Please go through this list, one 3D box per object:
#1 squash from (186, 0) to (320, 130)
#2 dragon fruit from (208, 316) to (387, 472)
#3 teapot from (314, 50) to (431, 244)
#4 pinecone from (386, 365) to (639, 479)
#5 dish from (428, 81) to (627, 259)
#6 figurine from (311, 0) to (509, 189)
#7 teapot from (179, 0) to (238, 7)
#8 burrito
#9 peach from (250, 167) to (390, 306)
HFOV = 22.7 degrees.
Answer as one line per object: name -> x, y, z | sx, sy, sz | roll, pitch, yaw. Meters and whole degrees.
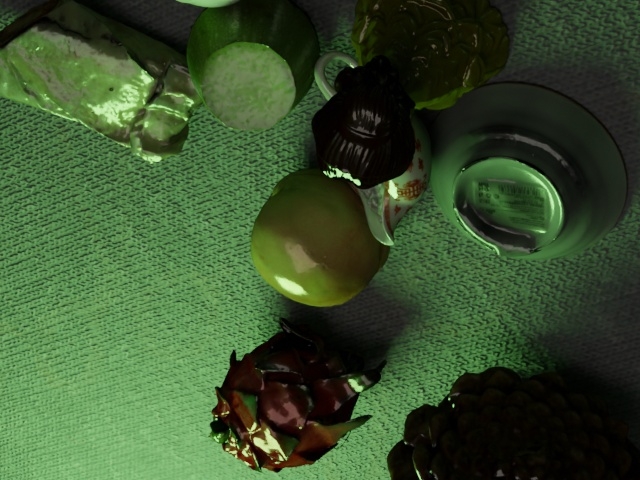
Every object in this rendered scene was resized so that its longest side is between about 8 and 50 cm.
squash -> -0.086, -0.210, 1.952 | 0.170, 0.123, 0.170 | 2, 119, 3
dragon fruit -> -0.033, 0.220, 2.258 | 0.274, 0.192, 0.193 | -25, 160, 1
teapot -> 0.067, -0.124, 1.977 | 0.245, 0.116, 0.159 | 59, 169, -2
pinecone -> 0.250, 0.373, 2.143 | 0.384, 0.384, 0.384 | 13, 130, 16
dish -> 0.240, -0.062, 1.967 | 0.260, 0.085, 0.260 | 13, 131, 16
figurine -> 0.079, -0.165, 1.805 | 0.187, 0.315, 0.168 | 42, 131, -9
teapot -> -0.156, -0.380, 1.873 | 0.298, 0.139, 0.204 | 51, 162, -21
burrito -> -0.309, -0.227, 2.089 | 0.348, 0.107, 0.175 | 22, 116, 6
peach -> 0.000, 0.000, 2.070 | 0.184, 0.184, 0.184 | 13, 130, 16
